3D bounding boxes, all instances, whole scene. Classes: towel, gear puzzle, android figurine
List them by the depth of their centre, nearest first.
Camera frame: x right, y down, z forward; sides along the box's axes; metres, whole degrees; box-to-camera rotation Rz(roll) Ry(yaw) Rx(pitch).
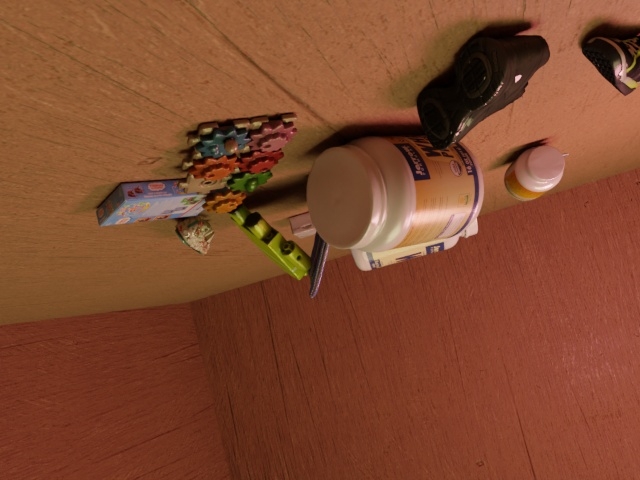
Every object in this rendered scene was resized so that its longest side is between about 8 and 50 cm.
[{"bbox_3d":[-0.157,-0.110,1.005,0.175,0.044,0.339,-12,165,-23],"label":"gear puzzle"},{"bbox_3d":[-0.118,0.005,1.409,0.056,0.248,0.273,-50,136,-8],"label":"android figurine"},{"bbox_3d":[0.000,0.000,1.441,0.040,0.243,0.336,13,-176,-2],"label":"towel"}]

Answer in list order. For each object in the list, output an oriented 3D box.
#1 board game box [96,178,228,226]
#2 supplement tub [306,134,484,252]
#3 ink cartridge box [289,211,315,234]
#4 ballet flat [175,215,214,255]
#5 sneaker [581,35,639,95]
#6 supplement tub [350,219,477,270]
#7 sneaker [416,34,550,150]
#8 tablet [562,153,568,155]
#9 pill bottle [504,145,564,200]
[{"bbox_3d":[-0.311,-0.077,1.128,0.211,0.039,0.160,-11,171,-40],"label":"board game box"},{"bbox_3d":[0.152,-0.098,1.162,0.316,0.228,0.228,-10,171,-38],"label":"supplement tub"},{"bbox_3d":[-0.038,-0.051,1.821,0.099,0.056,0.135,-16,173,5],"label":"ink cartridge box"},{"bbox_3d":[-0.311,-0.014,1.469,0.077,0.091,0.241,-37,179,-7],"label":"ballet flat"},{"bbox_3d":[0.510,-0.315,0.952,0.097,0.084,0.234,-46,159,27],"label":"sneaker"},{"bbox_3d":[0.227,-0.069,1.514,0.324,0.236,0.235,-16,173,7],"label":"supplement tub"},{"bbox_3d":[0.252,-0.227,0.906,0.130,0.109,0.286,-19,176,-18],"label":"sneaker"},{"bbox_3d":[0.818,-0.285,1.997,0.054,0.006,0.083,-12,173,-22],"label":"tablet"},{"bbox_3d":[0.647,-0.206,1.727,0.136,0.136,0.245,-16,173,4],"label":"pill bottle"}]
